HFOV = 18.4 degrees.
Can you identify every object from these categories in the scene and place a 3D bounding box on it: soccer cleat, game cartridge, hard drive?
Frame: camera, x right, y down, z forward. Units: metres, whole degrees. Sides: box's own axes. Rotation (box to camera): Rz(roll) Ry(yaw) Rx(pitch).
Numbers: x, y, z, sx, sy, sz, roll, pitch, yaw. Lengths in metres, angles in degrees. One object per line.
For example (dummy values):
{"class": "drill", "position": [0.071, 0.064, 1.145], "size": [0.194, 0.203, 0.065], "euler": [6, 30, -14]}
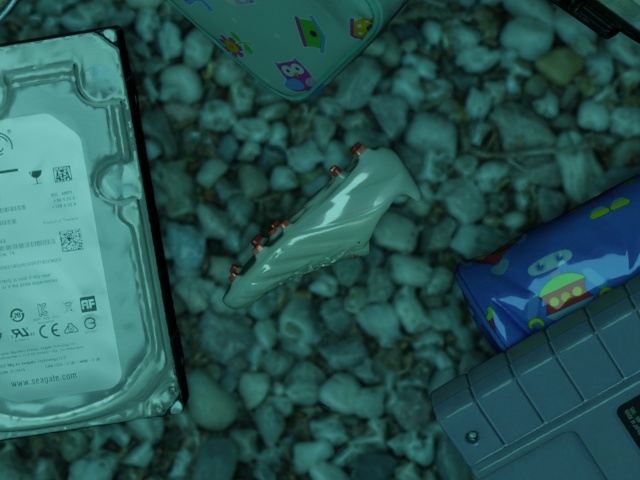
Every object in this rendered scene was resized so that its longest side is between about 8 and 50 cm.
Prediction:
{"class": "soccer cleat", "position": [0.000, 0.000, 1.688], "size": [0.196, 0.068, 0.076], "euler": [-43, 98, 5]}
{"class": "game cartridge", "position": [0.275, 0.208, 1.656], "size": [0.230, 0.068, 0.355], "euler": [-29, 117, 12]}
{"class": "hard drive", "position": [-0.256, -0.001, 1.698], "size": [0.237, 0.064, 0.338], "euler": [-8, 98, 3]}

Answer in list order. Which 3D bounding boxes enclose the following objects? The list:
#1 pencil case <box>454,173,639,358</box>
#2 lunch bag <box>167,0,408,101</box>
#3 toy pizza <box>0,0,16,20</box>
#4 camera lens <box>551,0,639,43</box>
{"class": "pencil case", "position": [0.265, 0.016, 1.652], "size": [0.306, 0.119, 0.133], "euler": [-28, 75, 6]}
{"class": "lunch bag", "position": [-0.062, -0.252, 1.579], "size": [0.279, 0.224, 0.108], "euler": [43, 62, -3]}
{"class": "toy pizza", "position": [-0.342, -0.259, 1.672], "size": [0.201, 0.032, 0.201], "euler": [0, 99, 2]}
{"class": "camera lens", "position": [0.250, -0.309, 1.550], "size": [0.219, 0.219, 0.274], "euler": [35, 98, -4]}
